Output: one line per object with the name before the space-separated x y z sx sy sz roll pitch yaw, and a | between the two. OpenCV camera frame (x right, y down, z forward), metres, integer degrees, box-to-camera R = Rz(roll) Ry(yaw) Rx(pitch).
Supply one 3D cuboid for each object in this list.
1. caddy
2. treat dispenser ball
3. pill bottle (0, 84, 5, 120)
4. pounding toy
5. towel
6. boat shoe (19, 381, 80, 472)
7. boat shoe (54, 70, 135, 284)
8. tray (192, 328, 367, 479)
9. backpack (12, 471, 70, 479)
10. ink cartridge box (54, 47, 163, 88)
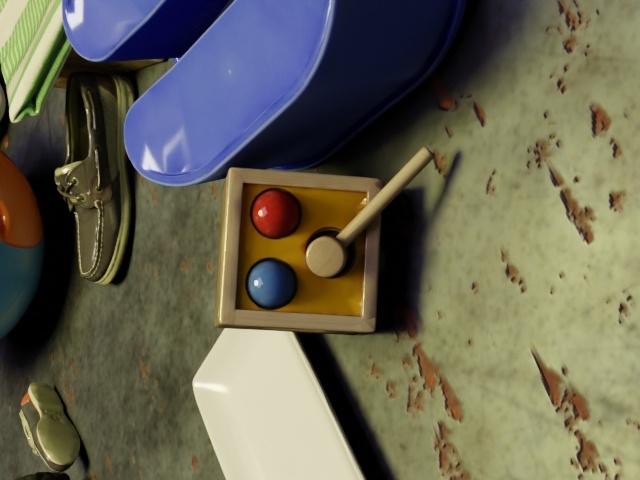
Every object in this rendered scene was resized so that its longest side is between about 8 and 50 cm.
caddy | -0.038 -0.186 0.912 0.341 0.179 0.241 -35 80 46
treat dispenser ball | -0.455 0.005 1.352 0.288 0.288 0.288 -14 72 53
pill bottle | -0.513 -0.139 1.605 0.221 0.121 0.121 -40 53 43
pounding toy | 0.000 0.000 0.867 0.100 0.141 0.130 142 131 -80
towel | -0.304 -0.307 1.267 0.248 0.038 0.325 -57 43 32
boat shoe | -0.294 0.206 1.295 0.043 0.049 0.137 -60 36 16
boat shoe | -0.240 -0.067 1.251 0.080 0.073 0.224 -8 77 54
tray | -0.022 0.167 0.941 0.145 0.030 0.270 -58 42 32
backpack | -0.296 0.342 1.218 0.152 0.115 0.182 -42 54 39
ink cartridge box | -0.248 -0.274 1.291 0.234 0.088 0.193 -4 82 55
